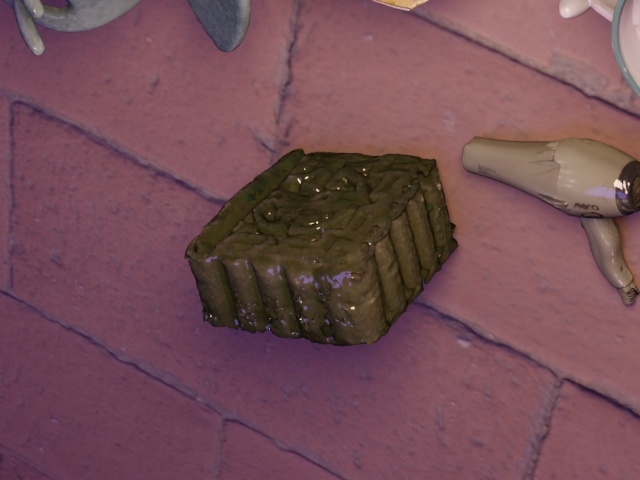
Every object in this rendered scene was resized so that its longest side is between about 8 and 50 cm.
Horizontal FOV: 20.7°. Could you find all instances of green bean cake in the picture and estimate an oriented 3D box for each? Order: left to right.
[{"bbox_3d":[0.000,0.000,1.974,0.255,0.241,0.132,9,131,33],"label":"green bean cake"}]

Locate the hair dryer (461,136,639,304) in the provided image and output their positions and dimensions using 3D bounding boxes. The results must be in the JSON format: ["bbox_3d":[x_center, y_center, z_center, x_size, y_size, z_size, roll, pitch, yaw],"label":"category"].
[{"bbox_3d":[0.252,-0.043,1.885,0.219,0.088,0.225,29,153,25],"label":"hair dryer"}]

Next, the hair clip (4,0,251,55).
[{"bbox_3d":[-0.212,-0.348,1.753,0.392,0.238,0.318,62,157,23],"label":"hair clip"}]

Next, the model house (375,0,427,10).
[{"bbox_3d":[0.095,-0.327,1.734,0.219,0.136,0.207,13,93,11],"label":"model house"}]

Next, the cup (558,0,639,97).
[{"bbox_3d":[0.365,-0.211,1.557,0.300,0.173,0.167,14,131,28],"label":"cup"}]
